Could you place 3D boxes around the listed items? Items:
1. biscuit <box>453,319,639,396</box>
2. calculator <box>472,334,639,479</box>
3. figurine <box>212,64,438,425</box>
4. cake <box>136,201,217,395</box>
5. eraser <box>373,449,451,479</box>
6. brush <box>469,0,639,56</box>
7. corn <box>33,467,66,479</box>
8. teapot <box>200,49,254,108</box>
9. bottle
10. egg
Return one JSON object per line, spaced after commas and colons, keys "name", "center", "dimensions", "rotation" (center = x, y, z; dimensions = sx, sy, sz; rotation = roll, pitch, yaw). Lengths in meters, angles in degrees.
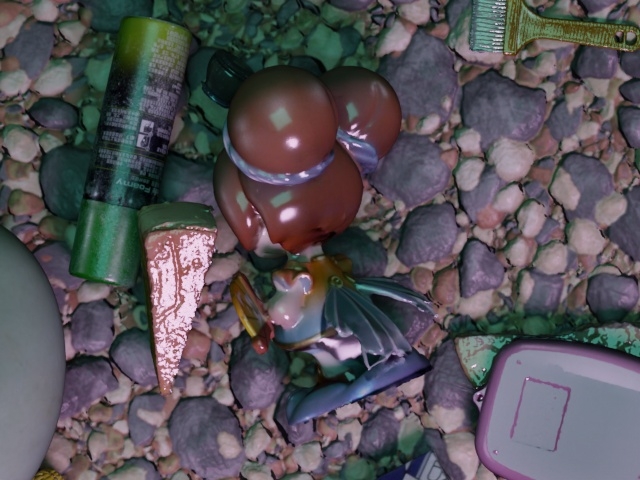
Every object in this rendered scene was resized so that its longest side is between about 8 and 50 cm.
{"name": "biscuit", "center": [0.293, 0.169, 1.679], "dimensions": [0.250, 0.032, 0.133], "rotation": [-5, 86, 3]}
{"name": "calculator", "center": [0.326, 0.224, 1.640], "dimensions": [0.294, 0.043, 0.194], "rotation": [14, 92, 4]}
{"name": "figurine", "center": [-0.001, 0.000, 1.609], "dimensions": [0.248, 0.277, 0.388], "rotation": [-25, 83, 29]}
{"name": "cake", "center": [-0.193, 0.063, 1.643], "dimensions": [0.090, 0.109, 0.225], "rotation": [10, 107, -19]}
{"name": "eraser", "center": [0.074, 0.357, 1.642], "dimensions": [0.210, 0.068, 0.124], "rotation": [-28, 48, 2]}
{"name": "brush", "center": [0.297, -0.266, 1.713], "dimensions": [0.218, 0.010, 0.082], "rotation": [7, 87, 3]}
{"name": "corn", "center": [-0.319, 0.364, 1.693], "dimensions": [0.085, 0.063, 0.165], "rotation": [-34, 87, -8]}
{"name": "teapot", "center": [-0.109, -0.194, 1.715], "dimensions": [0.088, 0.066, 0.057], "rotation": [33, 110, -17]}
{"name": "bottle", "center": [-0.238, -0.109, 1.697], "dimensions": [0.093, 0.093, 0.330], "rotation": [12, 88, 4]}
{"name": "egg", "center": [-0.440, 0.158, 1.605], "dimensions": [0.276, 0.276, 0.389], "rotation": [1, 89, 4]}
